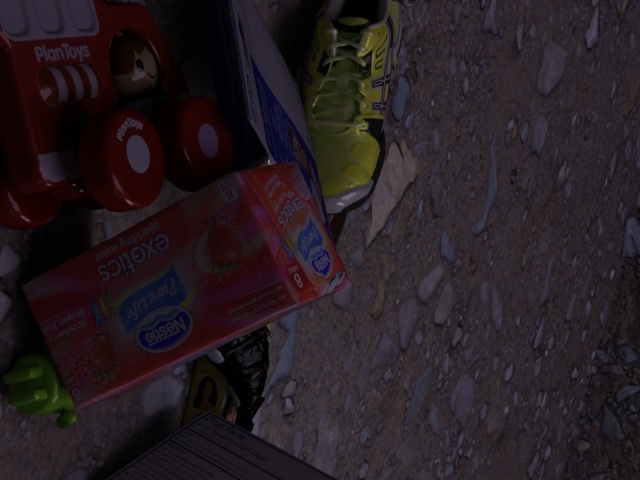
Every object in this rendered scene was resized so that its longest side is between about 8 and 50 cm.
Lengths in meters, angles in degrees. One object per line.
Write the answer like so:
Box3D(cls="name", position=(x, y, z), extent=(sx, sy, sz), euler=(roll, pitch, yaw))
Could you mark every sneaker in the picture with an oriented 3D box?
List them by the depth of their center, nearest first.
Box3D(cls="sneaker", position=(0.022, -0.210, 1.918), extent=(0.147, 0.145, 0.384), euler=(80, 16, -58))

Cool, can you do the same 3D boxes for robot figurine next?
Box3D(cls="robot figurine", position=(-0.293, 0.155, 1.585), extent=(0.115, 0.067, 0.101), euler=(3, 70, -63))

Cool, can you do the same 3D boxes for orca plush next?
Box3D(cls="orca plush", position=(-0.111, 0.123, 1.817), extent=(0.151, 0.102, 0.287), euler=(-22, 113, -36))

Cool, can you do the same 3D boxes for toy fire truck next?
Box3D(cls="toy fire truck", position=(-0.231, -0.156, 1.487), extent=(0.302, 0.169, 0.253), euler=(-21, 101, -59))

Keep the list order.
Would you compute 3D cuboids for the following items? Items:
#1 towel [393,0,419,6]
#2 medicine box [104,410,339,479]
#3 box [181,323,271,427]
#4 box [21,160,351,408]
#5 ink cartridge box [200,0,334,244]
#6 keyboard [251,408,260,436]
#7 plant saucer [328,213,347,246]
Box3D(cls="towel", position=(0.031, -0.429, 1.773), extent=(0.121, 0.235, 0.283), euler=(-55, 146, -31))
Box3D(cls="medicine box", position=(-0.133, 0.371, 1.724), extent=(0.289, 0.263, 0.149), euler=(-31, 131, -39))
Box3D(cls="box", position=(-0.125, 0.180, 1.940), extent=(0.087, 0.058, 0.232), euler=(9, 93, -63))
Box3D(cls="box", position=(-0.143, 0.048, 1.536), extent=(0.142, 0.300, 0.154), euler=(-18, 83, -64))
Box3D(cls="ink cartridge box", position=(-0.078, -0.160, 1.703), extent=(0.307, 0.072, 0.303), euler=(56, 19, -53))
Box3D(cls="keyboard", position=(-0.099, 0.194, 2.053), extent=(0.072, 0.014, 0.256), euler=(-24, 123, -64))
Box3D(cls="plant saucer", position=(0.000, 0.000, 2.078), extent=(0.168, 0.029, 0.168), euler=(23, 90, -79))
